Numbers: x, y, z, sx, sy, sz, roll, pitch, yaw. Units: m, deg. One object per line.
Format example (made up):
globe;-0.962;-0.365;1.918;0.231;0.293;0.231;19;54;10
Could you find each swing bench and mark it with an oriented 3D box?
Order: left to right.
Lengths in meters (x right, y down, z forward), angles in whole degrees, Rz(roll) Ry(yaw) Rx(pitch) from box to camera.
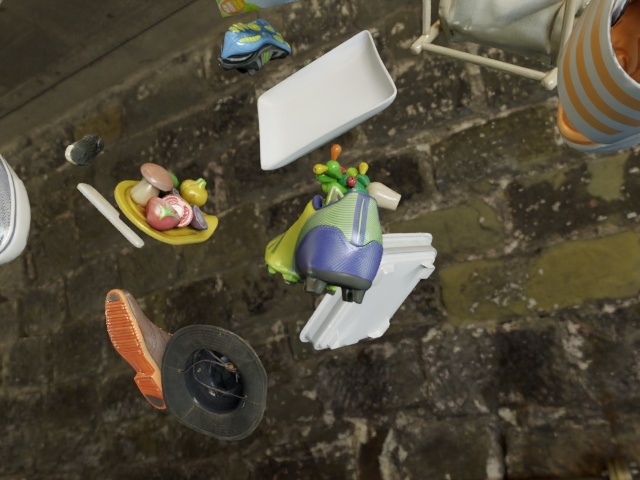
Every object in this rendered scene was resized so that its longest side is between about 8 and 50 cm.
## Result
swing bench;0.307;-0.369;0.760;0.254;0.253;0.165;-33;136;-25

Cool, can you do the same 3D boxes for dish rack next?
dish rack;0.125;0.131;1.196;0.285;0.072;0.333;-3;134;-47

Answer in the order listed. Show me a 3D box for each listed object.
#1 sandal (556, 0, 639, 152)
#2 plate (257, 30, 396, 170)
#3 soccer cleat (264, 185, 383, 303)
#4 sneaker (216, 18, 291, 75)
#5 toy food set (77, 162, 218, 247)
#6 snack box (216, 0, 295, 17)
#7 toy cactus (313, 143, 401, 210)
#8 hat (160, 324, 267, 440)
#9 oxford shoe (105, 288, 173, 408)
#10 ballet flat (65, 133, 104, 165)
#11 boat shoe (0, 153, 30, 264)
sandal;0.191;-0.122;0.265;0.076;0.102;0.265;4;173;-10
plate;0.004;-0.269;1.008;0.277;0.278;0.045;-28;132;16
soccer cleat;0.001;0.000;0.607;0.093;0.121;0.289;15;176;-15
sneaker;-0.113;-0.320;0.866;0.078;0.067;0.188;-42;180;33
toy food set;-0.218;-0.061;0.749;0.071;0.128;0.218;-46;170;17
snack box;-0.051;-0.384;0.657;0.206;0.070;0.174;-11;167;1
toy cactus;0.080;-0.119;1.068;0.180;0.112;0.219;22;-171;6
hat;-0.264;0.350;1.365;0.331;0.332;0.134;-15;-168;18
oxford shoe;-0.485;0.286;1.458;0.129;0.364;0.132;-7;-160;36
ballet flat;-0.546;-0.206;1.184;0.049;0.058;0.173;1;-160;-4
boat shoe;-0.511;-0.128;0.673;0.127;0.341;0.158;-29;169;0
